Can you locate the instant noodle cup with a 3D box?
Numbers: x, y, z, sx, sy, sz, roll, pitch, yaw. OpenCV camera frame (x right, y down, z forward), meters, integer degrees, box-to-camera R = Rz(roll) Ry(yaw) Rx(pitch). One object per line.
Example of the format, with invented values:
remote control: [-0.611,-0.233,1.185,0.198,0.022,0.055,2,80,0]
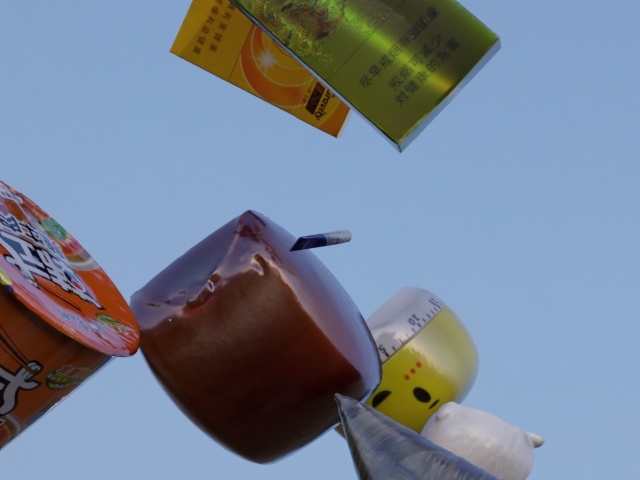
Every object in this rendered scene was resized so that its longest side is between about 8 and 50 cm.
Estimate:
instant noodle cup: [-0.321,0.077,1.333,0.192,0.250,0.250,-44,-58,8]

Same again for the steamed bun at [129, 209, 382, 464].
steamed bun: [-0.064,0.132,1.749,0.248,0.235,0.379,54,3,13]

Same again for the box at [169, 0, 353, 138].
box: [-0.059,-0.268,1.996,0.269,0.043,0.152,28,-76,7]

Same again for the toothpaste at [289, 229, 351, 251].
toothpaste: [0.000,0.000,1.584,0.083,0.015,0.024,-8,-36,-45]

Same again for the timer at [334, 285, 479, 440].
timer: [0.144,0.234,2.215,0.285,0.285,0.285,13,-33,8]

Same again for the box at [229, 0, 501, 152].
box: [0.038,-0.264,1.674,0.311,0.173,0.043,42,-3,15]

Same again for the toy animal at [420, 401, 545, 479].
toy animal: [0.157,0.332,1.679,0.140,0.282,0.138,6,-8,43]

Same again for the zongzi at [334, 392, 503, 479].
zongzi: [0.081,0.270,0.942,0.300,0.286,0.138,30,19,37]
